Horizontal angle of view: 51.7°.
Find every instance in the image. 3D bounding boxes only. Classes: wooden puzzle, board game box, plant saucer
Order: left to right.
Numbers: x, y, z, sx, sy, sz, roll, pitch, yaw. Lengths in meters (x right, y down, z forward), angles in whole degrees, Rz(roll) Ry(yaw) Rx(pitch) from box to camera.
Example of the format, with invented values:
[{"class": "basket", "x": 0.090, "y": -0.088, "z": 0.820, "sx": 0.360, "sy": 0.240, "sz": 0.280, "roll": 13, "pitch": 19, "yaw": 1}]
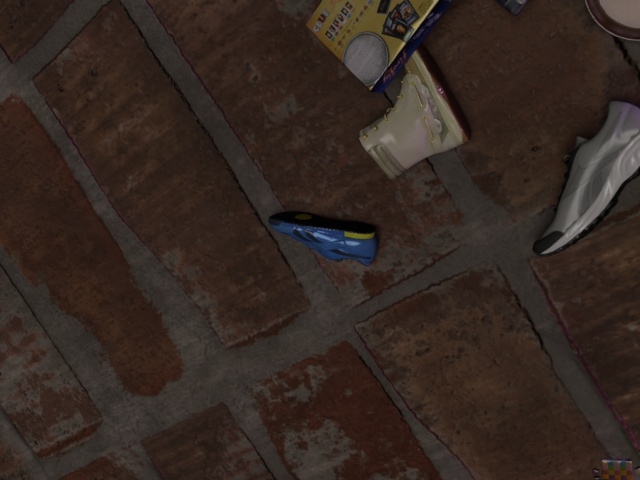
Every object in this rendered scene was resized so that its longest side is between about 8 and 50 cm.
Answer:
[{"class": "board game box", "x": 0.104, "y": -0.370, "z": 0.991, "sx": 0.165, "sy": 0.042, "sz": 0.243, "roll": 50, "pitch": 119, "yaw": 17}, {"class": "wooden puzzle", "x": 0.529, "y": 0.412, "z": 1.177, "sx": 0.083, "sy": 0.006, "sz": 0.049, "roll": -4, "pitch": 106, "yaw": 22}, {"class": "plant saucer", "x": 0.457, "y": -0.367, "z": 0.923, "sx": 0.168, "sy": 0.029, "sz": 0.168, "roll": 7, "pitch": 111, "yaw": 19}]

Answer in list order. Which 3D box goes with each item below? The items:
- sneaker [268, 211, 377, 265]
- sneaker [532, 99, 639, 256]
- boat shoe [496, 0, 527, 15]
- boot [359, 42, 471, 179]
[{"class": "sneaker", "x": 0.000, "y": 0.000, "z": 1.203, "sx": 0.209, "sy": 0.069, "sz": 0.082, "roll": 12, "pitch": 115, "yaw": 17}, {"class": "sneaker", "x": 0.409, "y": -0.089, "z": 1.010, "sx": 0.108, "sy": 0.100, "sz": 0.272, "roll": 40, "pitch": 114, "yaw": 20}, {"class": "boat shoe", "x": 0.350, "y": -0.442, "z": 0.896, "sx": 0.102, "sy": 0.108, "sz": 0.301, "roll": 45, "pitch": 120, "yaw": 1}, {"class": "boot", "x": 0.127, "y": -0.220, "z": 1.076, "sx": 0.165, "sy": 0.077, "sz": 0.213, "roll": -27, "pitch": 97, "yaw": 29}]
